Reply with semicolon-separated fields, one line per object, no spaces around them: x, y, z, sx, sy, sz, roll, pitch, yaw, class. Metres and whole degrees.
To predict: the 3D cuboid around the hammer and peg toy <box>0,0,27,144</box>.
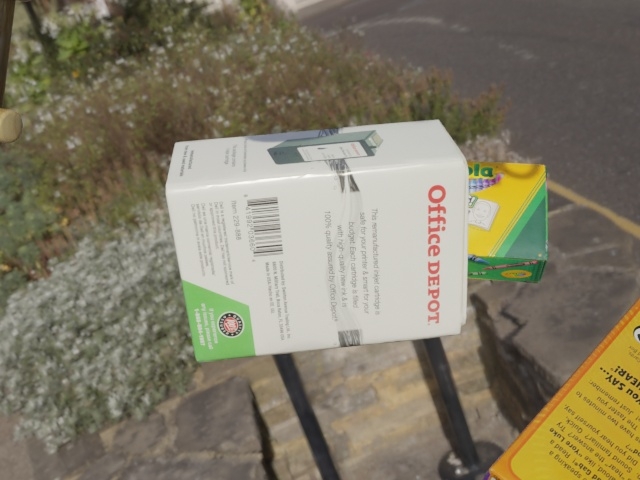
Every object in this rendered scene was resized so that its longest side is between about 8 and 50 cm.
-0.399;-0.197;0.819;0.127;0.266;0.361;11;23;21;hammer and peg toy

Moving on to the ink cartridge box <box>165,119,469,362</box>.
0.000;0.000;0.836;0.289;0.211;0.121;-5;30;-3;ink cartridge box

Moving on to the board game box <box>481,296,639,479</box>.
0.401;0.336;0.926;0.356;0.356;0.356;39;59;23;board game box

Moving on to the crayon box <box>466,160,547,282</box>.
0.198;-0.034;1.205;0.278;0.081;0.165;3;61;9;crayon box
